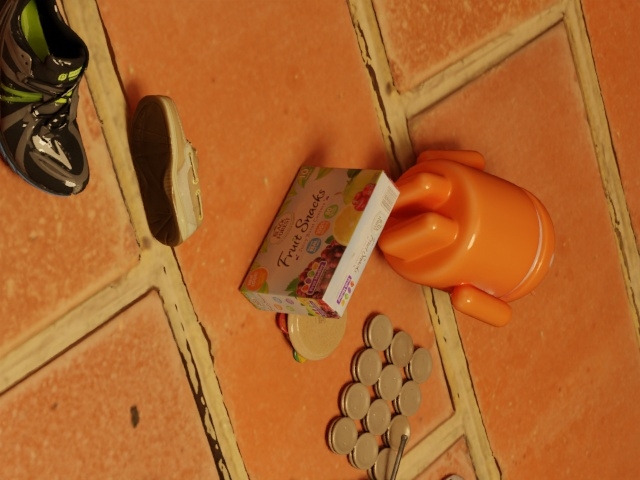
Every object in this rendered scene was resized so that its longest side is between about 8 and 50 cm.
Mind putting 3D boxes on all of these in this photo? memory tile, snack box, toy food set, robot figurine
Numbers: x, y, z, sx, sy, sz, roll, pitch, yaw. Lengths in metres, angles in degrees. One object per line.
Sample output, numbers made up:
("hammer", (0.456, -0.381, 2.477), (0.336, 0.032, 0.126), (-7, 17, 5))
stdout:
("memory tile", (0.060, 0.157, 1.890), (0.113, 0.012, 0.148), (38, 64, -43))
("snack box", (0.000, 0.000, 1.747), (0.037, 0.100, 0.141), (47, 58, -40))
("toy food set", (-0.006, 0.072, 1.805), (0.082, 0.020, 0.083), (-38, 120, -40))
("robot figurine", (0.146, -0.009, 1.889), (0.219, 0.158, 0.128), (18, 108, -47))

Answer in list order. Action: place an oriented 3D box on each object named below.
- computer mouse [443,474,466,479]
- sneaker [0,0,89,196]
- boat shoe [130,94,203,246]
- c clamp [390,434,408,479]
("computer mouse", (0.116, 0.321, 1.940), (0.106, 0.042, 0.193), (53, 56, -35))
("sneaker", (-0.219, -0.122, 1.512), (0.067, 0.078, 0.188), (-27, 113, -44))
("boat shoe", (-0.128, -0.064, 1.643), (0.045, 0.050, 0.135), (-30, 125, -46))
("c clamp", (0.016, 0.259, 1.838), (0.161, 0.022, 0.137), (-5, 107, -46))
